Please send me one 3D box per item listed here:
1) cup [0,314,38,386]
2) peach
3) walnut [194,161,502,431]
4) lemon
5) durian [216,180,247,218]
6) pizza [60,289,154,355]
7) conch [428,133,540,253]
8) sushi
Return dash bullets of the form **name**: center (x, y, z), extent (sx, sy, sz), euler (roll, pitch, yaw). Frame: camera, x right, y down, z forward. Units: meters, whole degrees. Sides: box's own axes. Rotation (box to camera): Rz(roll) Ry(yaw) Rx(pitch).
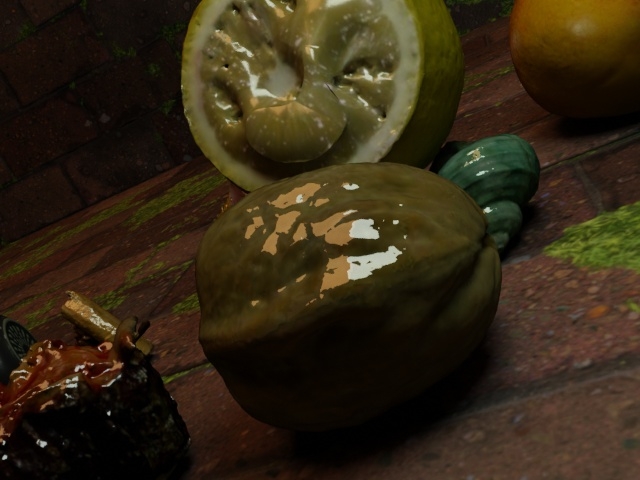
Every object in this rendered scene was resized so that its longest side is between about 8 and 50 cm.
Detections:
- **cup**: center (-0.496, 0.221, 1.053), extent (0.177, 0.169, 0.223), euler (-37, -16, -7)
- **peach**: center (0.410, -0.317, 1.028), extent (0.289, 0.289, 0.308), euler (-32, 24, -14)
- **walnut**: center (0.023, 0.044, 0.630), extent (0.283, 0.227, 0.283), euler (-22, 6, 3)
- **lemon**: center (0.021, -0.207, 0.921), extent (0.364, 0.364, 0.364), euler (-25, 17, 8)
- **durian**: center (-0.092, -0.071, 1.372), extent (0.196, 0.185, 0.305), euler (-7, 4, -14)
- **pizza**: center (-0.336, 0.154, 1.080), extent (0.069, 0.154, 0.194), euler (-59, 3, -24)
- **conch**: center (0.190, -0.058, 0.863), extent (0.176, 0.122, 0.188), euler (-39, 8, 27)
- **sushi**: center (-0.270, 0.215, 0.656), extent (0.196, 0.182, 0.343), euler (1, 35, 45)
